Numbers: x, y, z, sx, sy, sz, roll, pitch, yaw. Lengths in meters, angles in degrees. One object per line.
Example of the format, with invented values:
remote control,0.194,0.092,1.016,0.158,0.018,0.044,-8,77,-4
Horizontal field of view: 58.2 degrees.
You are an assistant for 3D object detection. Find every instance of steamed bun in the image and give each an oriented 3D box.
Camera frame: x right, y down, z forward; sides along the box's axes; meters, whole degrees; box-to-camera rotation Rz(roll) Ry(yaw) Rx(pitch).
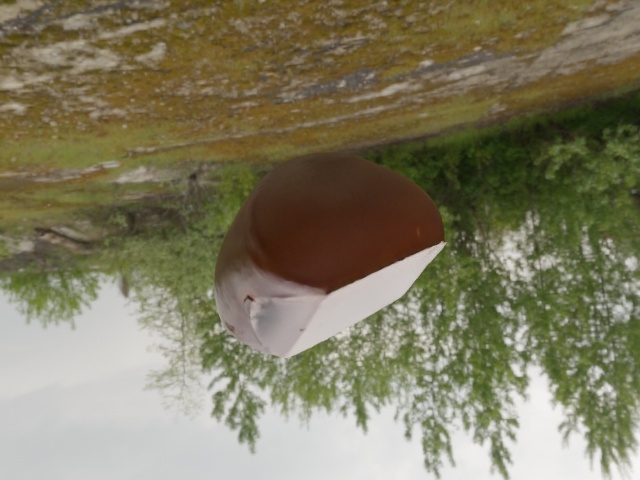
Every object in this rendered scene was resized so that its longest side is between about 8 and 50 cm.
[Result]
steamed bun,0.000,0.000,0.921,0.379,0.248,0.235,-20,153,-40
